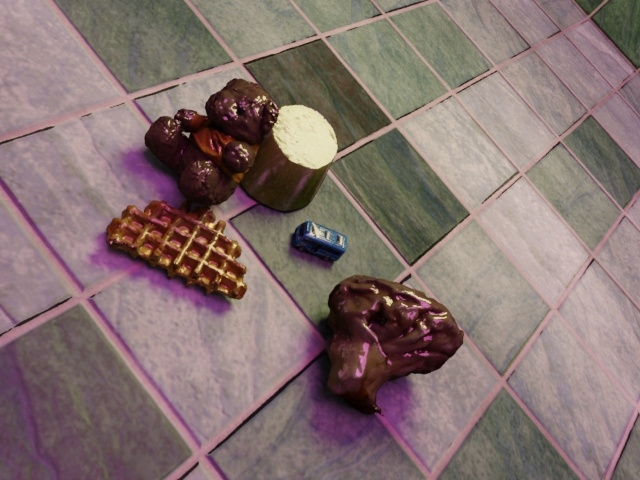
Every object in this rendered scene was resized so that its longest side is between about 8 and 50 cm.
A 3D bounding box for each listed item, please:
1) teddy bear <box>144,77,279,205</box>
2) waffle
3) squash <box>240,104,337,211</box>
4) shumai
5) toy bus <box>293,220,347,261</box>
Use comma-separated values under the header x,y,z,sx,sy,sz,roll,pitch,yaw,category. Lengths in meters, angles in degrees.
x,y,z,sx,sy,sz,roll,pitch,yaw,category
-0.145,-0.152,0.893,0.177,0.190,0.140,43,7,35,teddy bear
-0.199,0.015,0.839,0.192,0.046,0.161,-3,63,-33,waffle
-0.055,-0.142,0.989,0.170,0.123,0.170,13,61,-25,squash
0.090,0.160,0.862,0.205,0.166,0.176,19,58,10,shumai
0.000,0.000,0.974,0.083,0.046,0.038,22,52,-20,toy bus
